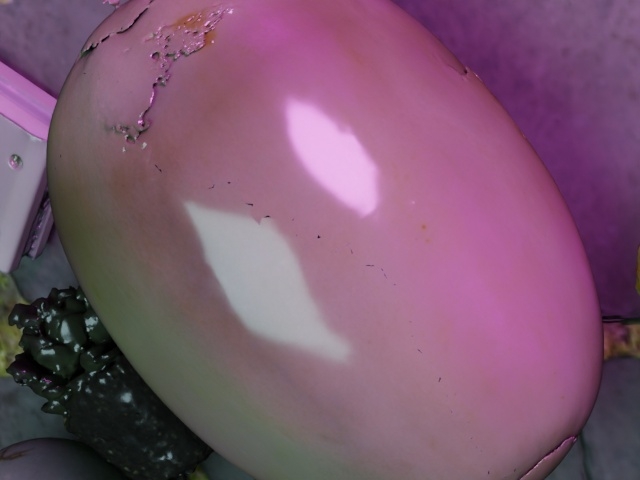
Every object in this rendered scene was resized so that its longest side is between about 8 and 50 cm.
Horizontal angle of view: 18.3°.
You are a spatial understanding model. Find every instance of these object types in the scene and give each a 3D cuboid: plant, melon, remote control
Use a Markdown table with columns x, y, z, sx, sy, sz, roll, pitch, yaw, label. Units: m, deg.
| x | y | z | sx | sy | sz | roll | pitch | yaw | label |
| --- | --- | --- | --- | --- | --- | --- | --- | --- | --- |
| -0.119 | 0.081 | 1.171 | 0.143 | 0.094 | 0.092 | 49 | 132 | -1 | plant |
| 0.000 | 0.000 | 0.981 | 0.223 | 0.223 | 0.317 | -39 | 87 | 37 | melon |
| -0.271 | -0.099 | 1.211 | 0.277 | 0.055 | 0.103 | 33 | 124 | 14 | remote control |

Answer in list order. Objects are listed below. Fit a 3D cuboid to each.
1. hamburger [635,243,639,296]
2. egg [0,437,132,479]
| x | y | z | sx | sy | sz | roll | pitch | yaw | label |
| --- | --- | --- | --- | --- | --- | --- | --- | --- | --- |
| 0.251 | -0.019 | 0.897 | 0.206 | 0.130 | 0.183 | 9 | 117 | 8 | hamburger |
| -0.157 | 0.230 | 1.208 | 0.168 | 0.168 | 0.231 | 6 | 113 | 30 | egg |
